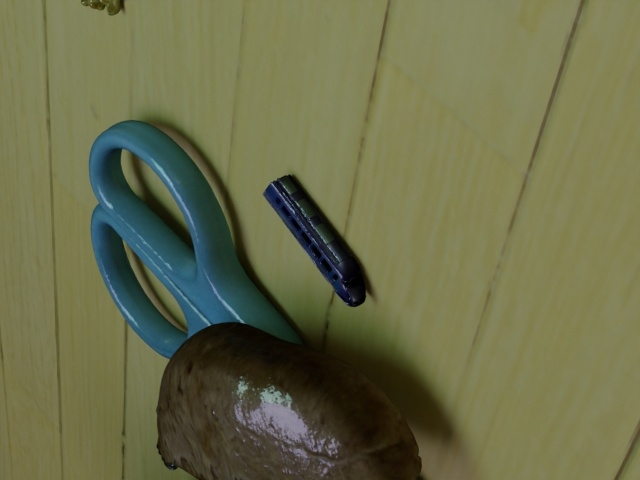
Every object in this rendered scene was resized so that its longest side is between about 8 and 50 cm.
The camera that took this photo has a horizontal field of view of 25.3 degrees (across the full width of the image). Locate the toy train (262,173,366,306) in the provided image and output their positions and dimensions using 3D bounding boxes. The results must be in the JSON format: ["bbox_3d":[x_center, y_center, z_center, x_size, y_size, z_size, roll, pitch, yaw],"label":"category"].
[{"bbox_3d":[0.000,0.000,0.786,0.083,0.017,0.017,53,142,13],"label":"toy train"}]

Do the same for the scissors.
[{"bbox_3d":[-0.002,0.107,0.869,0.447,0.029,0.193,44,147,23],"label":"scissors"}]

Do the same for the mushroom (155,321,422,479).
[{"bbox_3d":[-0.038,0.096,0.818,0.209,0.072,0.094,12,115,46],"label":"mushroom"}]

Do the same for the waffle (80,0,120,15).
[{"bbox_3d":[-0.143,-0.177,0.852,0.078,0.016,0.085,48,148,14],"label":"waffle"}]
